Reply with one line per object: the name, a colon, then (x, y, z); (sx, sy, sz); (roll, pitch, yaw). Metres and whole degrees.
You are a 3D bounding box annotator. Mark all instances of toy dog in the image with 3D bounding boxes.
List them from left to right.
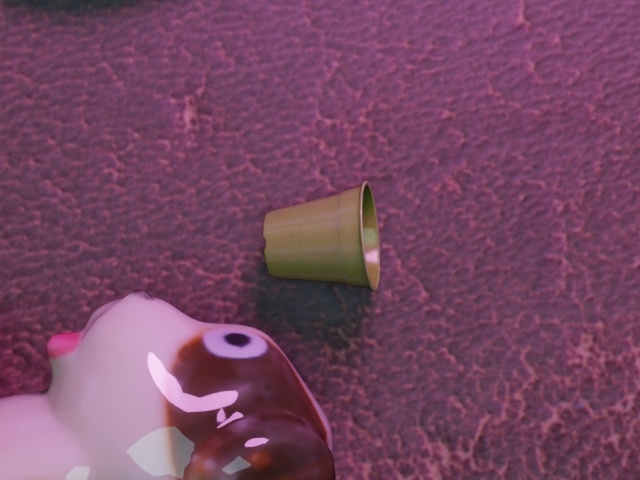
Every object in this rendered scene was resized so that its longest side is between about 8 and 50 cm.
toy dog: (-0.171, 0.216, 0.898); (0.408, 0.284, 0.395); (-45, 91, -4)

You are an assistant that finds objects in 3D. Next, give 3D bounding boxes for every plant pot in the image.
plant pot: (0.000, 0.000, 1.008); (0.079, 0.083, 0.083); (-5, 90, 11)
